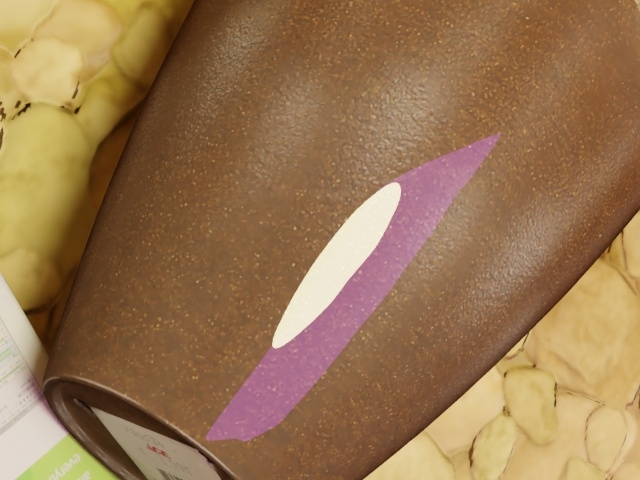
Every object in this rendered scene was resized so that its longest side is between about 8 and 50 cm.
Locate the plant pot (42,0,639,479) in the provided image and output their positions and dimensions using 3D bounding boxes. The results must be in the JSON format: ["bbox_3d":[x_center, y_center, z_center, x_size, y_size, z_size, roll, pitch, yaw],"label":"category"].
[{"bbox_3d":[0.000,0.000,0.598,0.215,0.215,0.230,50,61,-30],"label":"plant pot"}]

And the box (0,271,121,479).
[{"bbox_3d":[-0.217,0.056,0.519,0.232,0.058,0.322,-40,110,-40],"label":"box"}]
